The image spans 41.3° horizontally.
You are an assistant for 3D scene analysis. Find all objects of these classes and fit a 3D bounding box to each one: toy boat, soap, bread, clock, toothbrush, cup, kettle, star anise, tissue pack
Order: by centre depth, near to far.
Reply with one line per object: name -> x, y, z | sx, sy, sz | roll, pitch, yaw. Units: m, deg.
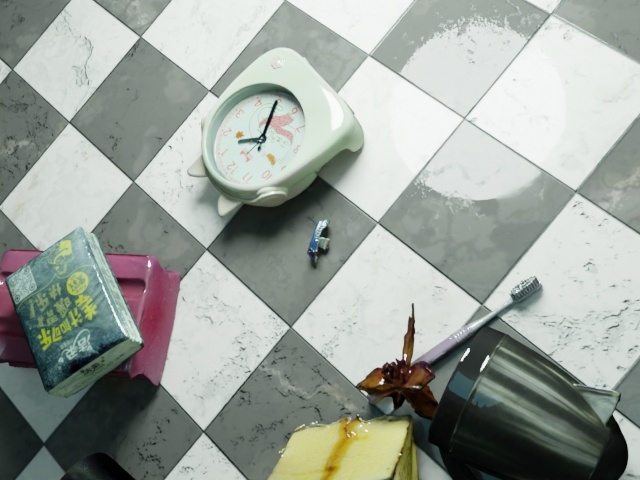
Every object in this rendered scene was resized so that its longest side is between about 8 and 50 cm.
kettle -> 0.313, 0.293, 1.263 | 0.271, 0.207, 0.251 | 25, 76, 19
bread -> 0.026, 0.346, 1.370 | 0.240, 0.135, 0.178 | -15, 50, 19
star anise -> 0.150, 0.207, 1.413 | 0.158, 0.140, 0.144 | 17, 47, 18
toothbrush -> 0.222, 0.168, 1.432 | 0.354, 0.029, 0.024 | -37, 49, 7
cup -> -0.370, 0.518, 1.513 | 0.177, 0.239, 0.166 | 28, 43, 22
tissue pack -> -0.453, 0.128, 1.547 | 0.185, 0.081, 0.257 | -34, 64, 7
toy boat -> 0.000, 0.000, 1.577 | 0.038, 0.038, 0.083 | 14, 78, 25
clock -> -0.103, -0.193, 1.641 | 0.324, 0.108, 0.265 | -41, 64, 6
soap -> -0.471, 0.146, 1.663 | 0.359, 0.128, 0.233 | 2, 72, 22
